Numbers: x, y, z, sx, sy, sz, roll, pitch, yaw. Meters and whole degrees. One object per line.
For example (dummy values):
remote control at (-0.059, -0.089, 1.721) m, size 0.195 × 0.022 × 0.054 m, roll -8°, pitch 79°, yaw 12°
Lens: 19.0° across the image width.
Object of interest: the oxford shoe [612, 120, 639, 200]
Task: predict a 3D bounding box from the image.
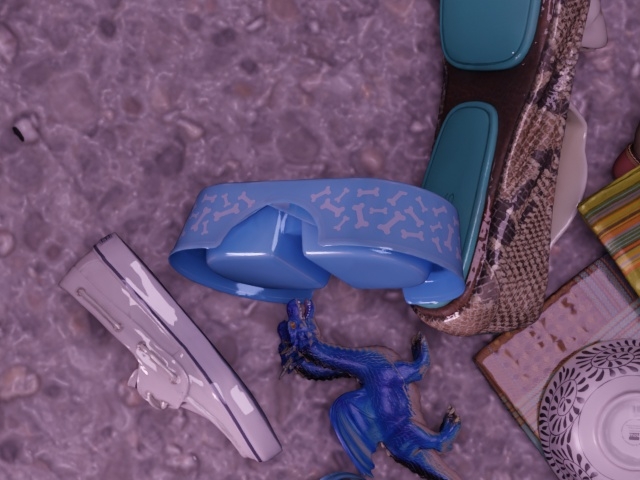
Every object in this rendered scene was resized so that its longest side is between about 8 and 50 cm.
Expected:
oxford shoe at (0.470, -0.046, 1.878) m, size 0.348 × 0.123 × 0.130 m, roll 21°, pitch 115°, yaw -6°

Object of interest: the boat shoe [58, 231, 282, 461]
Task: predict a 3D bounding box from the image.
boat shoe at (-0.146, 0.118, 1.831) m, size 0.088 × 0.096 × 0.267 m, roll -40°, pitch 91°, yaw -3°

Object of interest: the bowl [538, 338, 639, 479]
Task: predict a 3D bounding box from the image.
bowl at (0.300, 0.181, 1.844) m, size 0.170 × 0.080 × 0.170 m, roll 0°, pitch 90°, yaw 0°

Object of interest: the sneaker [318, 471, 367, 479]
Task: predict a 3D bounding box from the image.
sneaker at (0.096, 0.328, 1.827) m, size 0.262 × 0.125 × 0.104 m, roll 38°, pitch 80°, yaw -9°

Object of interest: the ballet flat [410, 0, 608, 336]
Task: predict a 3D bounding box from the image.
ballet flat at (0.195, -0.143, 1.864) m, size 0.182 × 0.164 × 0.482 m, roll 8°, pitch 91°, yaw -38°

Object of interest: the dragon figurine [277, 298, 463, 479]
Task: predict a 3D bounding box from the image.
dragon figurine at (0.056, 0.180, 1.854) m, size 0.144 × 0.085 × 0.289 m, roll -22°, pitch 86°, yaw -5°

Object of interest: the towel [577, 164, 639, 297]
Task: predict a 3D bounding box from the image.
towel at (0.356, 0.035, 1.864) m, size 0.102 × 0.021 × 0.237 m, roll -33°, pitch 99°, yaw 22°

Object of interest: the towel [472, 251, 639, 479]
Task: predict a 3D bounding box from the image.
towel at (0.362, 0.185, 1.919) m, size 0.271 × 0.040 × 0.370 m, roll -37°, pitch 90°, yaw -8°

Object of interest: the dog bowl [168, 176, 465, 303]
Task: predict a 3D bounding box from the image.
dog bowl at (0.000, 0.000, 1.783) m, size 0.297 × 0.166 × 0.074 m, roll -1°, pitch 70°, yaw 33°
